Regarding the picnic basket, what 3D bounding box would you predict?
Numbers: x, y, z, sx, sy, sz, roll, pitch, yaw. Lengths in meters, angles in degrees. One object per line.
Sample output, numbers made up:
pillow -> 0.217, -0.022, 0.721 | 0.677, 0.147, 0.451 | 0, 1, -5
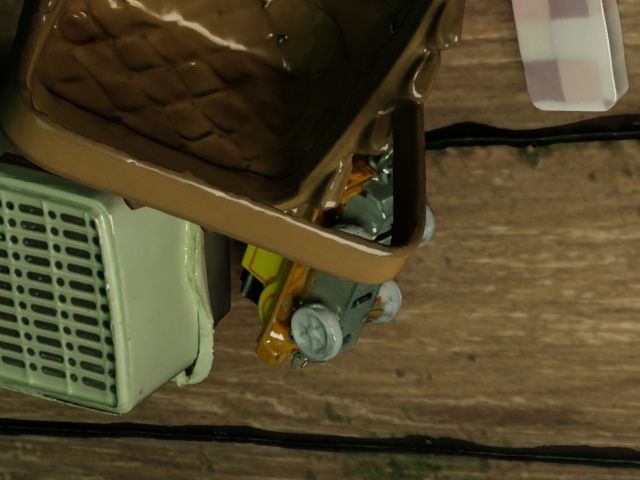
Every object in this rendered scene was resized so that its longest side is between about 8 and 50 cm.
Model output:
picnic basket -> -0.052, -0.127, 1.191 | 0.254, 0.321, 0.291 | 22, 131, -16

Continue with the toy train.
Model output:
toy train -> 0.000, 0.000, 1.407 | 0.127, 0.089, 0.219 | 40, 131, 22

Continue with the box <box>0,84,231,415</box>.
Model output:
box -> -0.212, -0.003, 1.488 | 0.291, 0.166, 0.220 | 13, 121, 27

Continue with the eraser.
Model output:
eraser -> 0.160, -0.137, 1.264 | 0.065, 0.026, 0.105 | 2, 115, 29
